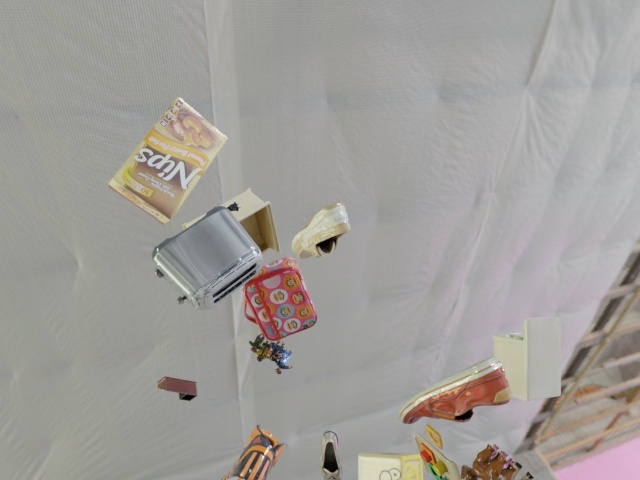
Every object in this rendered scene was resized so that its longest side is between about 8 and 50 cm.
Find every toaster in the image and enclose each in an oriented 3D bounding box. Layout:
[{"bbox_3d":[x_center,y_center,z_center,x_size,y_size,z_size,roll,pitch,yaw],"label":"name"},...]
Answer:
[{"bbox_3d":[-0.221,0.036,0.978,0.227,0.146,0.129,-37,-13,-23],"label":"toaster"}]

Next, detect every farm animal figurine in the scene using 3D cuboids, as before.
[{"bbox_3d":[0.452,0.627,1.059,0.172,0.326,0.330,-51,-50,-3],"label":"farm animal figurine"}]

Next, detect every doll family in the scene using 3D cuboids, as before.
[{"bbox_3d":[-0.194,0.445,1.843,0.192,0.111,0.076,19,-50,9],"label":"doll family"}]

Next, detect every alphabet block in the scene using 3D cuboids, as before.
[{"bbox_3d":[0.277,0.938,1.849,0.197,0.193,0.193,-11,-22,33],"label":"alphabet block"}]

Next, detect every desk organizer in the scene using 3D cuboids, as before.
[{"bbox_3d":[-0.477,0.496,1.570,0.047,0.050,0.130,-38,-42,22],"label":"desk organizer"}]

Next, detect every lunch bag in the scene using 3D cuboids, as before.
[{"bbox_3d":[-0.168,0.228,1.770,0.257,0.120,0.293,-20,-63,0],"label":"lunch bag"}]

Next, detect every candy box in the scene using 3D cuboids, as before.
[{"bbox_3d":[-0.425,-0.226,1.333,0.182,0.087,0.317,38,-118,-23],"label":"candy box"}]

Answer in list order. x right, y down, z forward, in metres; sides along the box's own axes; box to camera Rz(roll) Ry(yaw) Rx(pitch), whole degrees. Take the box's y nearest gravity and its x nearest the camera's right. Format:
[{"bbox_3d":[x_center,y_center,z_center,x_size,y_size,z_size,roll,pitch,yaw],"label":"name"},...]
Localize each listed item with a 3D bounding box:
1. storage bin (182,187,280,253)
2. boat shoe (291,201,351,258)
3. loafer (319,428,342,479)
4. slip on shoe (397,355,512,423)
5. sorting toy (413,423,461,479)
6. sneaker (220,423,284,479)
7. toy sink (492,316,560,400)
[{"bbox_3d":[-0.287,0.004,1.572,0.262,0.123,0.261,-33,-40,-23],"label":"storage bin"},{"bbox_3d":[0.000,0.000,0.793,0.062,0.059,0.170,-18,-17,-29],"label":"boat shoe"},{"bbox_3d":[0.019,0.437,0.922,0.045,0.039,0.126,-4,-84,3],"label":"loafer"},{"bbox_3d":[0.292,0.367,1.063,0.122,0.102,0.331,-10,-26,-40],"label":"slip on shoe"},{"bbox_3d":[0.384,0.752,1.542,0.047,0.196,0.348,-27,-73,-21],"label":"sorting toy"},{"bbox_3d":[-0.173,0.594,1.217,0.124,0.180,0.321,34,-40,0],"label":"sneaker"},{"bbox_3d":[0.619,0.345,1.420,0.152,0.131,0.235,3,-94,-29],"label":"toy sink"}]
